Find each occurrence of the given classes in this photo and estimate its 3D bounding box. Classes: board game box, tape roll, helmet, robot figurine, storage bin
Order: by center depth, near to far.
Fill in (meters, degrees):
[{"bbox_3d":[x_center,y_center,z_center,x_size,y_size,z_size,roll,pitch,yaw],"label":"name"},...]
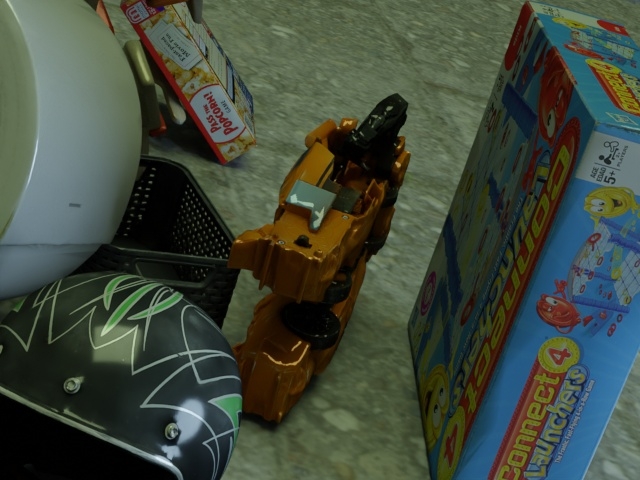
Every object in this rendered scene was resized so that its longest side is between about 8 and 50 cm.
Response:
[{"bbox_3d":[-0.123,0.097,0.835,0.169,0.162,0.169,16,22,-7],"label":"helmet"},{"bbox_3d":[-0.262,-0.077,0.970,0.246,0.246,0.169,25,6,14],"label":"tape roll"},{"bbox_3d":[0.160,0.011,1.072,0.086,0.308,0.302,15,22,-7],"label":"board game box"},{"bbox_3d":[0.000,0.000,1.119,0.085,0.211,0.291,19,29,7],"label":"robot figurine"},{"bbox_3d":[-0.148,0.004,1.135,0.122,0.084,0.180,7,25,-28],"label":"storage bin"},{"bbox_3d":[-0.133,-0.190,1.492,0.193,0.045,0.147,58,9,-23],"label":"board game box"}]

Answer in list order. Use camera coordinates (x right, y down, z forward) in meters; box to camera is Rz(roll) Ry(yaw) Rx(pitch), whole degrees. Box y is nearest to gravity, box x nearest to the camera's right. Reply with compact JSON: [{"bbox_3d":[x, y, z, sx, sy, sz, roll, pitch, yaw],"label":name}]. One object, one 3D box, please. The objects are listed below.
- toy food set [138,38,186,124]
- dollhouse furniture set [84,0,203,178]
[{"bbox_3d":[-0.242,-0.134,1.413,0.218,0.071,0.128,-6,57,-43],"label":"toy food set"},{"bbox_3d":[-0.228,-0.188,1.303,0.262,0.135,0.259,-15,62,-16],"label":"dollhouse furniture set"}]
